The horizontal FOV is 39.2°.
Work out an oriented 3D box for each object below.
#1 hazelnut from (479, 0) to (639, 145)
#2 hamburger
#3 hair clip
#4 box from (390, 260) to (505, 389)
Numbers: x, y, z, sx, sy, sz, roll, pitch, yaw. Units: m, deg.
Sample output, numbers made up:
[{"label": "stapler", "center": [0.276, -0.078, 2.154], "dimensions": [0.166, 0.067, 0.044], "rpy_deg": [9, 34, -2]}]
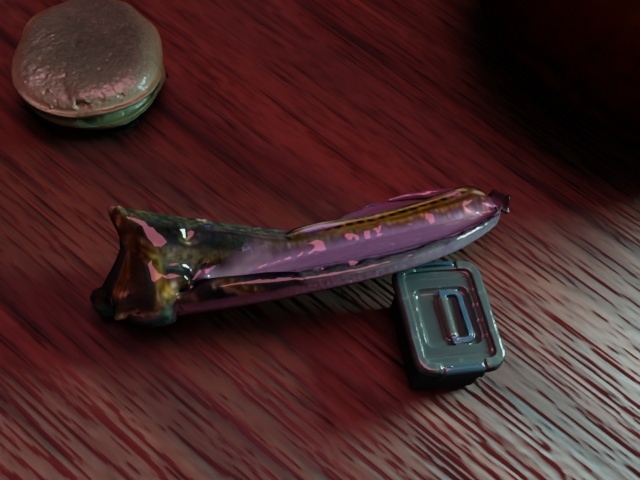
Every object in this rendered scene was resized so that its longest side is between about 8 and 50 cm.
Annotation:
[{"label": "hazelnut", "center": [0.351, -0.262, 0.822], "dimensions": [0.429, 0.402, 0.402], "rpy_deg": [33, 56, 4]}, {"label": "hamburger", "center": [-0.203, -0.153, 0.796], "dimensions": [0.133, 0.062, 0.140], "rpy_deg": [2, 58, -6]}, {"label": "hair clip", "center": [0.001, 0.001, 0.715], "dimensions": [0.358, 0.110, 0.096], "rpy_deg": [-8, 75, -21]}, {"label": "box", "center": [0.095, 0.070, 0.713], "dimensions": [0.074, 0.054, 0.099], "rpy_deg": [-4, 57, -13]}]
